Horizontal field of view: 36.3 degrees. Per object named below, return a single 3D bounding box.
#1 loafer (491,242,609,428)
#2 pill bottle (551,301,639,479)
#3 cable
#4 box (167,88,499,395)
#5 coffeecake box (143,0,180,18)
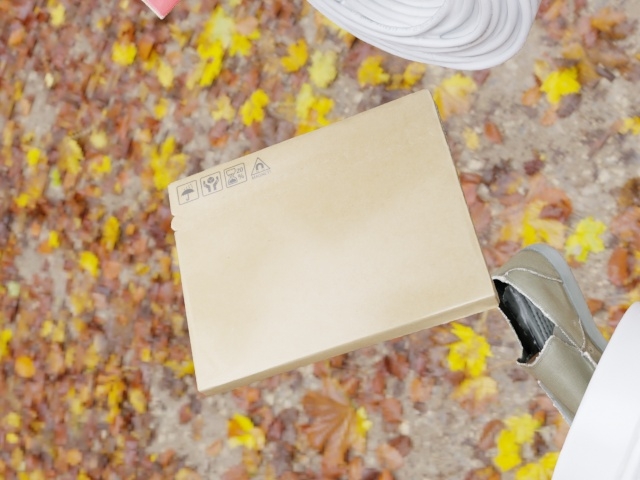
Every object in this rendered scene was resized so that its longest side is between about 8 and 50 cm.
[{"bbox_3d":[0.236,0.124,0.961,0.251,0.087,0.094,63,148,21],"label":"loafer"},{"bbox_3d":[0.384,0.202,0.685,0.407,0.229,0.229,24,95,23],"label":"pill bottle"},{"bbox_3d":[0.070,-0.249,0.818,0.257,0.257,0.089,13,67,39],"label":"cable"},{"bbox_3d":[0.000,0.000,0.651,0.201,0.021,0.165,-19,61,11],"label":"box"},{"bbox_3d":[-0.077,-0.242,0.542,0.185,0.142,0.068,-45,22,6],"label":"coffeecake box"}]
